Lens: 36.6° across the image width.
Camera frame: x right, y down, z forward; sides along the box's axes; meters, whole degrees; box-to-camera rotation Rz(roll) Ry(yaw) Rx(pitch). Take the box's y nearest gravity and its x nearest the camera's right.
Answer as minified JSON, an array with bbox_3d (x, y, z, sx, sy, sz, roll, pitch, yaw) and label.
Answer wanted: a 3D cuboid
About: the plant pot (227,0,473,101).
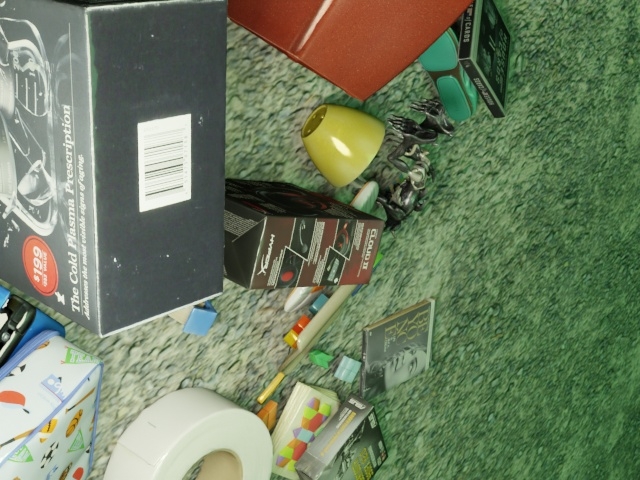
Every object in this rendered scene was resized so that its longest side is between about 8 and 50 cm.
[{"bbox_3d":[0.020,-0.359,1.377,0.267,0.267,0.236,24,100,-51],"label":"plant pot"}]

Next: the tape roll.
[{"bbox_3d":[-0.209,0.382,1.552,0.286,0.100,0.286,-24,124,-41],"label":"tape roll"}]

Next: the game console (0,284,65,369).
[{"bbox_3d":[-0.488,0.172,1.193,0.293,0.173,0.250,-57,171,-13],"label":"game console"}]

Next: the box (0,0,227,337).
[{"bbox_3d":[-0.272,-0.116,1.085,0.179,0.312,0.343,-19,119,-43],"label":"box"}]

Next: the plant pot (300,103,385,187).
[{"bbox_3d":[0.025,-0.167,1.570,0.095,0.134,0.134,35,78,-23],"label":"plant pot"}]

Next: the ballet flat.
[{"bbox_3d":[0.232,-0.330,1.772,0.247,0.083,0.087,59,37,-45],"label":"ballet flat"}]

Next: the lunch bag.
[{"bbox_3d":[-0.374,0.270,1.220,0.243,0.115,0.303,-53,167,-47],"label":"lunch bag"}]

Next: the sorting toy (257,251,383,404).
[{"bbox_3d":[-0.009,0.136,1.673,0.348,0.047,0.196,-49,174,-24],"label":"sorting toy"}]

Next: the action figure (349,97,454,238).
[{"bbox_3d":[0.136,-0.127,1.699,0.164,0.141,0.276,-46,163,-37],"label":"action figure"}]

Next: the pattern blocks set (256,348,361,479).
[{"bbox_3d":[-0.036,0.355,1.781,0.285,0.026,0.325,13,99,-55],"label":"pattern blocks set"}]

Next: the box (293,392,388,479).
[{"bbox_3d":[0.045,0.426,1.869,0.183,0.056,0.231,-49,148,-24],"label":"box"}]

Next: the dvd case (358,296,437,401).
[{"bbox_3d":[0.160,0.221,1.972,0.221,0.018,0.165,-19,120,-43],"label":"dvd case"}]

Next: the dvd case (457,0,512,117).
[{"bbox_3d":[0.310,-0.359,1.803,0.238,0.029,0.179,37,57,-58],"label":"dvd case"}]

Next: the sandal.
[{"bbox_3d":[0.003,0.000,1.643,0.265,0.076,0.102,-57,165,3],"label":"sandal"}]

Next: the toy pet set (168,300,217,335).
[{"bbox_3d":[-0.178,0.082,1.447,0.114,0.065,0.122,-62,172,15],"label":"toy pet set"}]

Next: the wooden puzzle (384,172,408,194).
[{"bbox_3d":[0.143,-0.093,1.818,0.083,0.006,0.049,-47,136,-25],"label":"wooden puzzle"}]

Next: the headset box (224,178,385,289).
[{"bbox_3d":[-0.063,-0.015,1.448,0.293,0.218,0.110,0,108,-50],"label":"headset box"}]
